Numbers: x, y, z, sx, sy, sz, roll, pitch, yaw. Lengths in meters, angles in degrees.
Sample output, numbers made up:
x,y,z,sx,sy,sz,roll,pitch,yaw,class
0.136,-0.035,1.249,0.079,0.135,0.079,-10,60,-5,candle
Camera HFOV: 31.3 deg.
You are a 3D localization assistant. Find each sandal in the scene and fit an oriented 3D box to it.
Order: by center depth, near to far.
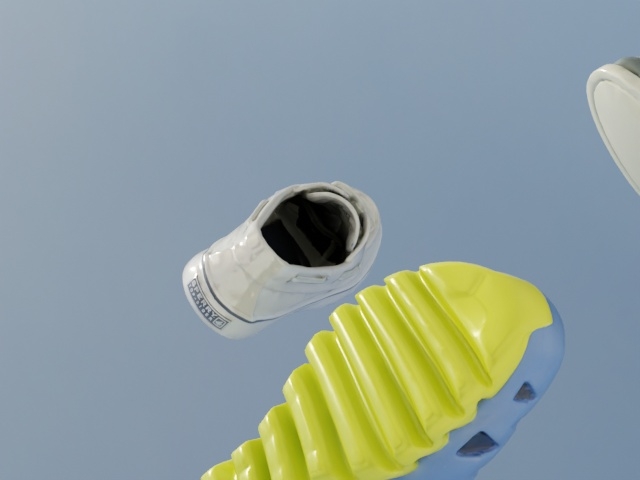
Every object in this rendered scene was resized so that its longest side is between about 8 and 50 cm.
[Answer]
x,y,z,sx,sy,sz,roll,pitch,yaw,class
0.035,0.136,0.682,0.138,0.317,0.126,23,-144,-29,sandal

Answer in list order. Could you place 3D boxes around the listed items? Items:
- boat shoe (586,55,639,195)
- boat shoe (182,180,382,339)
x,y,z,sx,sy,sz,roll,pitch,yaw,class
0.332,-0.030,0.821,0.319,0.116,0.099,44,-104,12,boat shoe
0.000,0.000,0.846,0.095,0.084,0.258,51,-152,0,boat shoe
